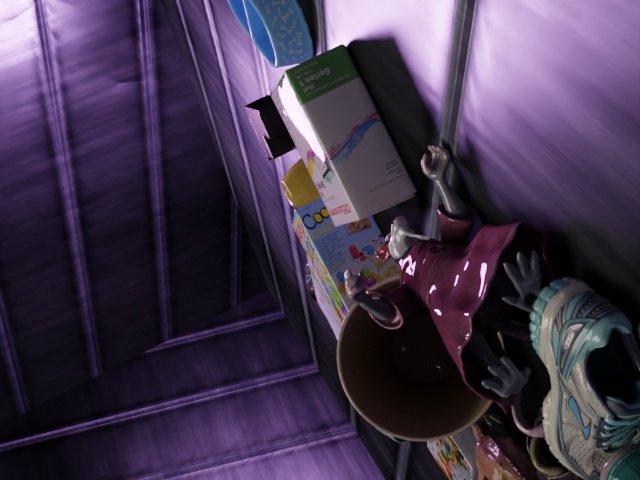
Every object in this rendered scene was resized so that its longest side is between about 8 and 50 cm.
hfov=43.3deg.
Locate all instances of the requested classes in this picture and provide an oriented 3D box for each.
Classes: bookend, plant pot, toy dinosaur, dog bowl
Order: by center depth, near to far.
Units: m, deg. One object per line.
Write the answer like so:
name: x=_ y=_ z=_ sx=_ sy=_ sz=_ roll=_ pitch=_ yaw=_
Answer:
plant pot: x=0.171 y=0.188 z=1.361 sx=0.256 sy=0.256 sz=0.274 roll=62 pitch=-175 yaw=9
toy dinosaur: x=0.311 y=0.376 z=1.401 sx=0.295 sy=0.127 sz=0.200 roll=22 pitch=131 yaw=66
dog bowl: x=-0.112 y=-0.451 z=1.569 sx=0.297 sy=0.074 sz=0.166 roll=56 pitch=167 yaw=32
plant pot: x=-0.038 y=-0.131 z=1.923 sx=0.134 sy=0.095 sz=0.134 roll=61 pitch=170 yaw=19
bookend: x=-0.111 y=-0.274 z=2.004 sx=0.156 sy=0.072 sz=0.157 roll=66 pitch=169 yaw=-19

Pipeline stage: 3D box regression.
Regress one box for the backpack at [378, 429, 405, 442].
backpack: x=0.173 y=0.364 z=1.869 sx=0.144 sy=0.166 sz=0.188 roll=12 pitch=136 yaw=48

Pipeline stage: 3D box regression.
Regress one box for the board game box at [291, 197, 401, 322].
board game box: x=0.065 y=0.041 z=1.707 sx=0.275 sy=0.144 sz=0.142 roll=63 pitch=170 yaw=8

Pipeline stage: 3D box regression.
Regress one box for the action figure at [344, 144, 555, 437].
action figure: x=0.196 y=0.050 z=1.102 sx=0.275 sy=0.248 sz=0.370 roll=41 pitch=178 yaw=-22

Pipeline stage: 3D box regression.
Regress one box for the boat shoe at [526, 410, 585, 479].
boat shoe: x=0.334 y=0.288 z=1.121 sx=0.103 sy=0.092 sz=0.285 roll=57 pitch=167 yaw=35

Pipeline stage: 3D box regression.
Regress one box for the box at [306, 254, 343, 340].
box: x=0.086 y=0.163 z=1.953 sx=0.262 sy=0.126 sz=0.231 roll=57 pitch=168 yaw=33

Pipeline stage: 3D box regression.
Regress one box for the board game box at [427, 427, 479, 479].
board game box: x=0.310 y=0.482 z=1.831 sx=0.193 sy=0.053 sz=0.305 roll=57 pitch=168 yaw=35

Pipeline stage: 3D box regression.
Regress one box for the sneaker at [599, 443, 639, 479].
sneaker: x=0.416 y=0.356 z=0.879 sx=0.302 sy=0.108 sz=0.121 roll=58 pitch=171 yaw=-13

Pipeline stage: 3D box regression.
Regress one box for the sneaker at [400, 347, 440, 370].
sneaker: x=0.230 y=0.279 z=1.689 sx=0.275 sy=0.107 sz=0.110 roll=63 pitch=-170 yaw=29

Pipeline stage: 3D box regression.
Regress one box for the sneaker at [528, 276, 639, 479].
sneaker: x=0.319 y=0.185 z=0.913 sx=0.122 sy=0.110 sz=0.283 roll=34 pitch=149 yaw=64

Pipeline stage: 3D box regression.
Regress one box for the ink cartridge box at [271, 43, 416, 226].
ink cartridge box: x=0.034 y=-0.172 z=1.407 sx=0.278 sy=0.117 sz=0.201 roll=64 pitch=170 yaw=-3

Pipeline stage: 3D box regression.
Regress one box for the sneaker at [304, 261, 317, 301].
sneaker: x=0.012 y=0.084 z=2.106 sx=0.267 sy=0.101 sz=0.106 roll=102 pitch=170 yaw=-71
